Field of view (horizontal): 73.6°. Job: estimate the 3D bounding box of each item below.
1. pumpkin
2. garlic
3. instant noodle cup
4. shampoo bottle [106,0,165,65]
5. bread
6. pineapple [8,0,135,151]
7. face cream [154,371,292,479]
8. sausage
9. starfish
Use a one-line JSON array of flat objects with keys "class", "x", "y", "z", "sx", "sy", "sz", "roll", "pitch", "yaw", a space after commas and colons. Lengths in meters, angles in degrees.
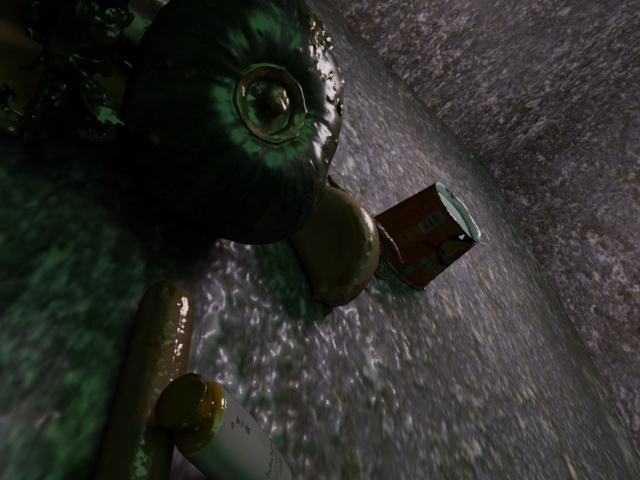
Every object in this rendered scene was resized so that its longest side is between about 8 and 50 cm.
[{"class": "pumpkin", "x": -0.100, "y": -0.165, "z": 0.565, "sx": 0.291, "sy": 0.257, "sz": 0.328, "roll": 32, "pitch": 75, "yaw": -37}, {"class": "garlic", "x": 0.009, "y": -0.009, "z": 0.753, "sx": 0.164, "sy": 0.145, "sz": 0.245, "roll": -24, "pitch": 73, "yaw": -28}, {"class": "instant noodle cup", "x": 0.262, "y": -0.023, "z": 1.046, "sx": 0.230, "sy": 0.182, "sz": 0.230, "roll": 35, "pitch": 33, "yaw": -27}, {"class": "shampoo bottle", "x": -0.252, "y": -0.302, "z": 0.632, "sx": 0.350, "sy": 0.084, "sz": 0.126, "roll": 21, "pitch": 51, "yaw": -45}, {"class": "bread", "x": -0.373, "y": -0.245, "z": 0.525, "sx": 0.316, "sy": 0.054, "sz": 0.316, "roll": 35, "pitch": 34, "yaw": -28}, {"class": "pineapple", "x": -0.259, "y": -0.276, "z": 0.449, "sx": 0.175, "sy": 0.174, "sz": 0.362, "roll": 2, "pitch": 91, "yaw": -54}, {"class": "face cream", "x": -0.081, "y": 0.191, "z": 0.398, "sx": 0.072, "sy": 0.051, "sz": 0.182, "roll": -97, "pitch": 163, "yaw": -53}, {"class": "sausage", "x": -0.156, "y": 0.162, "z": 0.374, "sx": 0.065, "sy": 0.065, "sz": 0.301, "roll": 33, "pitch": 35, "yaw": -30}, {"class": "starfish", "x": 0.085, "y": -0.028, "z": 0.845, "sx": 0.213, "sy": 0.057, "sz": 0.238, "roll": 26, "pitch": -36, "yaw": 62}]
